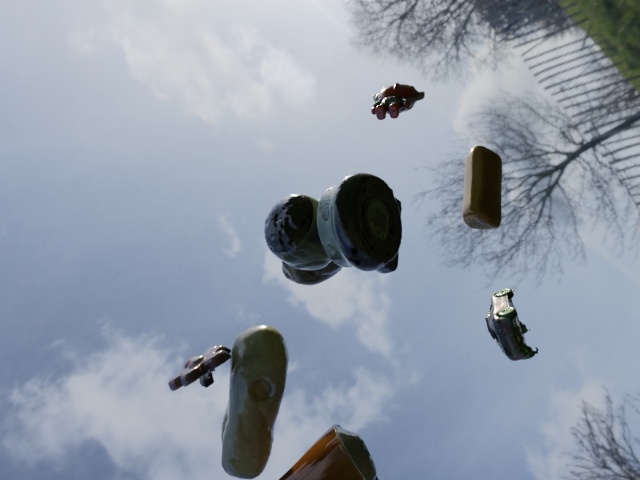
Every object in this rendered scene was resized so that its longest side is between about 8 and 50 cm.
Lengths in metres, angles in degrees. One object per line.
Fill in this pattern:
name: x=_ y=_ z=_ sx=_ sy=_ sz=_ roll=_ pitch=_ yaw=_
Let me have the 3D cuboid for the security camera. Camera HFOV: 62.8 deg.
security camera: x=0.011 y=-0.025 z=1.101 sx=0.191 sy=0.277 sz=0.197 roll=27 pitch=-117 yaw=-44

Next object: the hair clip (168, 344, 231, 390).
hair clip: x=-0.259 y=0.278 z=1.128 sx=0.146 sy=0.257 sz=0.075 roll=-27 pitch=-100 yaw=-19

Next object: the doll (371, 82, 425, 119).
doll: x=0.157 y=-0.290 z=1.085 sx=0.062 sy=0.104 sz=0.195 roll=61 pitch=-152 yaw=-18

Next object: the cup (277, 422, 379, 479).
cup: x=0.003 y=0.517 z=1.081 sx=0.182 sy=0.264 sz=0.226 roll=54 pitch=179 yaw=21

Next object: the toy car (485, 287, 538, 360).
toy car: x=0.260 y=0.117 z=0.731 sx=0.069 sy=0.055 sz=0.142 roll=65 pitch=-160 yaw=-4

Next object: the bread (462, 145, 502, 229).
bread: x=0.382 y=-0.121 z=1.250 sx=0.092 sy=0.074 sz=0.239 roll=27 pitch=-128 yaw=-13

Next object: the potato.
potato: x=-0.003 y=-0.001 z=1.647 sx=0.202 sy=0.351 sz=0.218 roll=-10 pitch=-119 yaw=-52

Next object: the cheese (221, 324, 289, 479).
cheese: x=-0.169 y=0.350 z=1.305 sx=0.129 sy=0.328 sz=0.351 roll=8 pitch=-83 yaw=-10
